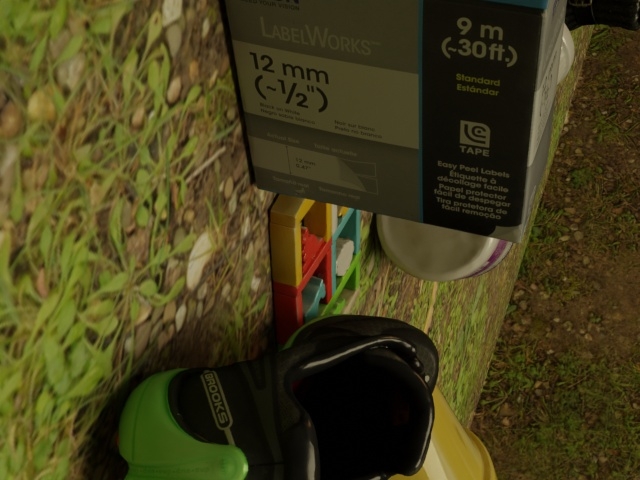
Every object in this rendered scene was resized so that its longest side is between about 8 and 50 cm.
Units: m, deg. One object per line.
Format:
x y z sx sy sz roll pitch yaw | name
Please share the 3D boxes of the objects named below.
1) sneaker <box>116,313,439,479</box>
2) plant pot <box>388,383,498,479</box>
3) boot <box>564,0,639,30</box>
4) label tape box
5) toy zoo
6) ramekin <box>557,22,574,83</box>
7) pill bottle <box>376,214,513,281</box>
0.023 0.167 0.875 0.482 0.202 0.185 -13 96 -64 | sneaker
0.083 0.274 1.200 0.254 0.253 0.239 -57 138 -46 | plant pot
0.486 -0.416 1.850 0.131 0.260 0.348 -45 144 -58 | boot
0.058 -0.172 0.749 0.348 0.249 0.115 82 27 -48 | label tape box
0.000 0.000 1.055 0.192 0.030 0.293 -57 153 -47 | toy zoo
0.223 -0.241 1.292 0.109 0.207 0.207 -60 157 -19 | ramekin
0.197 -0.027 1.405 0.301 0.169 0.169 0 102 -72 | pill bottle
